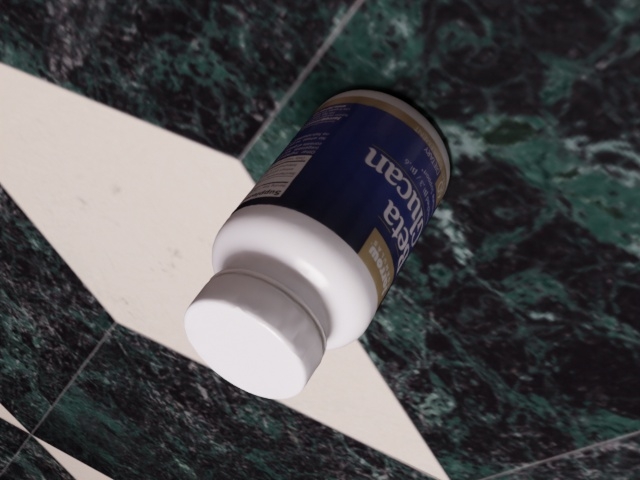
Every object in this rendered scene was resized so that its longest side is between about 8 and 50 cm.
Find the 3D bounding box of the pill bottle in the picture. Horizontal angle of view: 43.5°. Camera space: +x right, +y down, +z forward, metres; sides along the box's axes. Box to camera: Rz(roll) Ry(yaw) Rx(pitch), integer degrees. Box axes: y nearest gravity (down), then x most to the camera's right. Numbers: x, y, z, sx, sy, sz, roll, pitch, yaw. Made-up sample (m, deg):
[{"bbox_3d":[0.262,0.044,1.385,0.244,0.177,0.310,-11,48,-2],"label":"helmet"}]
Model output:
[{"bbox_3d":[0.000,0.000,0.440,0.094,0.169,0.094,20,140,18],"label":"pill bottle"}]
